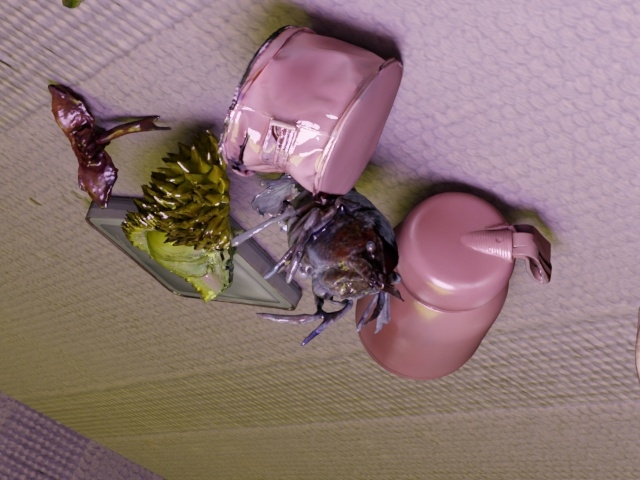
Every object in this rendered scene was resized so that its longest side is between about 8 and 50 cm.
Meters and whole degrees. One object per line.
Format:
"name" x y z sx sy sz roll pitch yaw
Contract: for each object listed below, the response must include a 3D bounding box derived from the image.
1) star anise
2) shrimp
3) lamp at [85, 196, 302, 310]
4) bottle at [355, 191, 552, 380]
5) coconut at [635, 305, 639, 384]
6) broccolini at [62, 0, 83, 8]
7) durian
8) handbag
"star anise" -0.273 -0.144 1.803 0.158 0.144 0.140 67 177 -51
"shrimp" 0.004 -0.002 1.577 0.221 0.166 0.410 44 -165 -22
"lamp" -0.193 0.023 2.096 0.269 0.047 0.266 6 152 36
"bottle" 0.161 0.051 1.685 0.206 0.173 0.297 6 155 -4
"coconut" 0.449 0.115 1.508 0.224 0.224 0.224 19 157 8
"broccolini" -0.246 -0.313 1.428 0.057 0.071 0.254 -17 171 -14
"durian" -0.153 -0.029 1.756 0.169 0.158 0.352 40 164 3
"handbag" -0.007 -0.129 1.411 0.116 0.179 0.205 28 -174 12
